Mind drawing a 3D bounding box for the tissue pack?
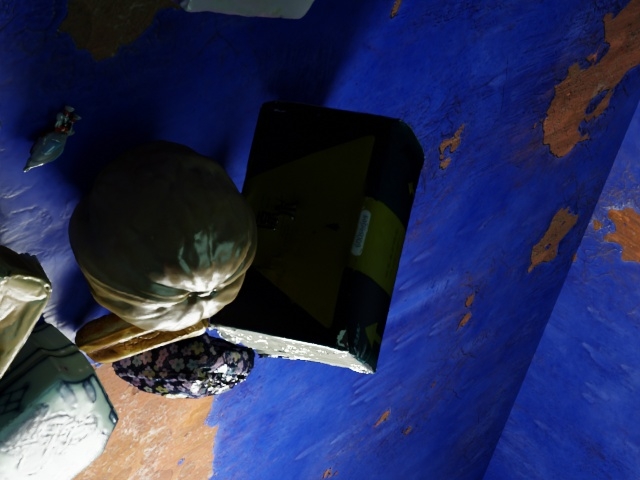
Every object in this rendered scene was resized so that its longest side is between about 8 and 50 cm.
[{"bbox_3d":[0.000,0.000,1.958,0.253,0.264,0.417,42,60,-67],"label":"tissue pack"}]

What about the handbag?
[{"bbox_3d":[-0.244,0.222,2.068,0.208,0.228,0.127,29,62,-58],"label":"handbag"}]

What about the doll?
[{"bbox_3d":[-0.382,-0.139,1.634,0.114,0.039,0.057,-55,-165,-13],"label":"doll"}]

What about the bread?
[{"bbox_3d":[-0.505,0.122,1.675,0.241,0.107,0.136,-58,148,9],"label":"bread"}]

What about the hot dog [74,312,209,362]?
[{"bbox_3d":[-0.293,0.138,1.922,0.250,0.076,0.104,-21,145,17],"label":"hot dog"}]

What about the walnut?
[{"bbox_3d":[-0.239,-0.007,1.750,0.285,0.285,0.296,-33,153,-32],"label":"walnut"}]

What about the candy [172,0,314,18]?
[{"bbox_3d":[-0.114,-0.411,1.646,0.265,0.116,0.155,-8,131,-50],"label":"candy"}]

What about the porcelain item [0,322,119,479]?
[{"bbox_3d":[-0.482,0.302,1.858,0.286,0.157,0.281,-39,150,-22],"label":"porcelain item"}]
